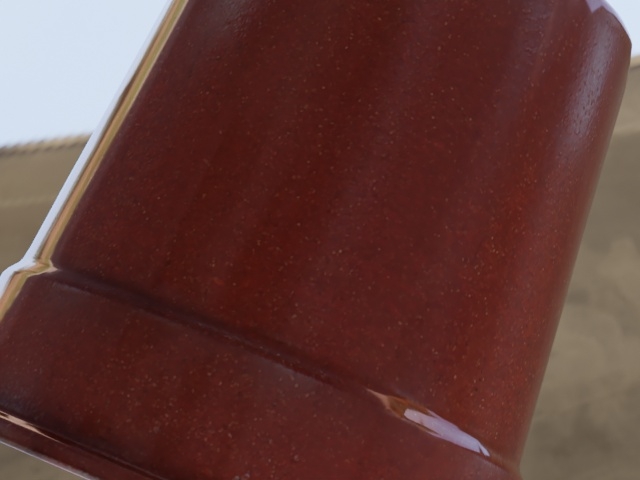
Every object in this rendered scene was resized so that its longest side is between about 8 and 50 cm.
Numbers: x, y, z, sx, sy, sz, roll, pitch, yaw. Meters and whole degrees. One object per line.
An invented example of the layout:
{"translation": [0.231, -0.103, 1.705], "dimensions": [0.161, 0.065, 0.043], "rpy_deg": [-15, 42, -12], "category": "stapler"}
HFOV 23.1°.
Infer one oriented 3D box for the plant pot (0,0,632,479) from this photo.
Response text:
{"translation": [0.000, 0.000, 0.694], "dimensions": [0.272, 0.272, 0.265], "rpy_deg": [15, -102, 40], "category": "plant pot"}
